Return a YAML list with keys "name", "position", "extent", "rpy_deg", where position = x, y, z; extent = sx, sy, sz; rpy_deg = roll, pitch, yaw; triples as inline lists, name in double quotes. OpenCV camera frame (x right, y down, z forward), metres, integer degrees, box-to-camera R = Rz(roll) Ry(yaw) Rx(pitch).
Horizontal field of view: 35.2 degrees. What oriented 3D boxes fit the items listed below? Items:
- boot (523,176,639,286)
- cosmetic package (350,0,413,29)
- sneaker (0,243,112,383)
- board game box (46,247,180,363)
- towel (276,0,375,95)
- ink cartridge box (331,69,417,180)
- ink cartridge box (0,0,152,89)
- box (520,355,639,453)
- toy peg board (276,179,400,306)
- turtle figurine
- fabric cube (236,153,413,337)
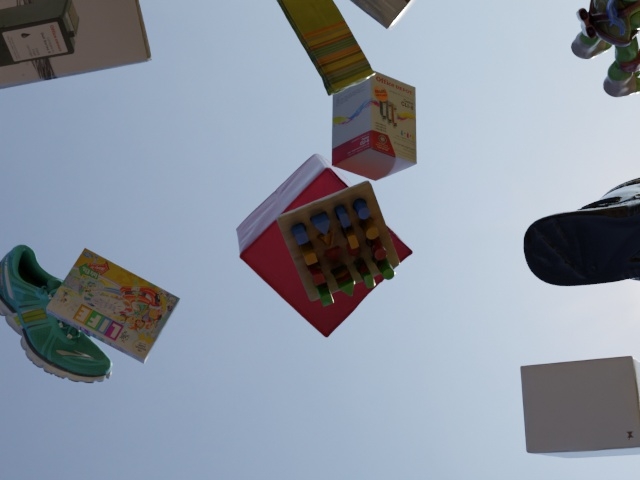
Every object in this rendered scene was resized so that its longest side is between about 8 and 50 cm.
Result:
- name: "boot"
  position: [0.508, -0.018, 1.414]
  extent: [0.284, 0.377, 0.138]
  rpy_deg: [-21, -78, -55]
- name: "cosmetic package"
  position: [0.163, -0.539, 1.957]
  extent: [0.127, 0.238, 0.107]
  rpy_deg: [39, -164, 1]
- name: "sneaker"
  position: [-0.427, 0.118, 1.597]
  extent: [0.275, 0.110, 0.107]
  rpy_deg: [43, -155, 19]
- name: "board game box"
  position: [-0.289, 0.091, 1.414]
  extent: [0.154, 0.026, 0.103]
  rpy_deg: [28, -114, -1]
- name: "towel"
  position: [-0.014, -0.315, 1.391]
  extent: [0.102, 0.021, 0.237]
  rpy_deg: [-30, -90, -46]
- name: "ink cartridge box"
  position: [0.109, -0.232, 2.046]
  extent: [0.128, 0.127, 0.176]
  rpy_deg: [15, -114, -36]
- name: "ink cartridge box"
  position: [-0.363, -0.261, 1.234]
  extent: [0.211, 0.289, 0.121]
  rpy_deg: [-128, 28, -70]
- name: "box"
  position: [0.545, 0.337, 1.994]
  extent: [0.345, 0.215, 0.168]
  rpy_deg: [27, -122, -62]
- name: "toy peg board"
  position: [0.036, 0.014, 1.599]
  extent: [0.079, 0.161, 0.160]
  rpy_deg: [-116, 4, -63]
- name: "turtle figurine"
  position: [0.503, -0.363, 1.557]
  extent: [0.198, 0.266, 0.274]
  rpy_deg: [24, -111, 10]
- name: "fabric cube"
  position: [0.000, 0.000, 2.099]
  extent: [0.254, 0.259, 0.258]
  rpy_deg: [45, -176, -11]
